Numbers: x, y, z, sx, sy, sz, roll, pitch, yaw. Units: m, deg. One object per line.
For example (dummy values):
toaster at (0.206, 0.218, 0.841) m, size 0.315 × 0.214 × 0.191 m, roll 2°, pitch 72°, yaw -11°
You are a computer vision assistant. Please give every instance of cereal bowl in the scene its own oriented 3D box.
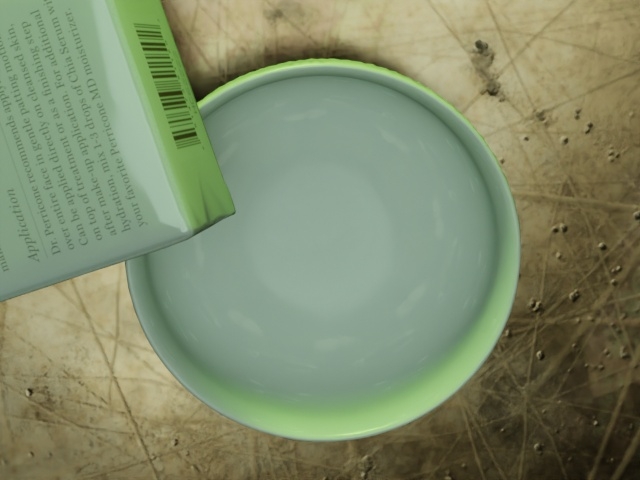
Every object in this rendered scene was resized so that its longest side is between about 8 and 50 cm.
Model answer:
cereal bowl at (0.000, 0.000, 1.386) m, size 0.339 × 0.141 × 0.338 m, roll -1°, pitch 103°, yaw -3°

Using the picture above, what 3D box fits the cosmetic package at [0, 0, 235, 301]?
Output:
cosmetic package at (-0.325, -0.048, 1.247) m, size 0.453 × 0.161 × 0.230 m, roll -17°, pitch 94°, yaw 11°
